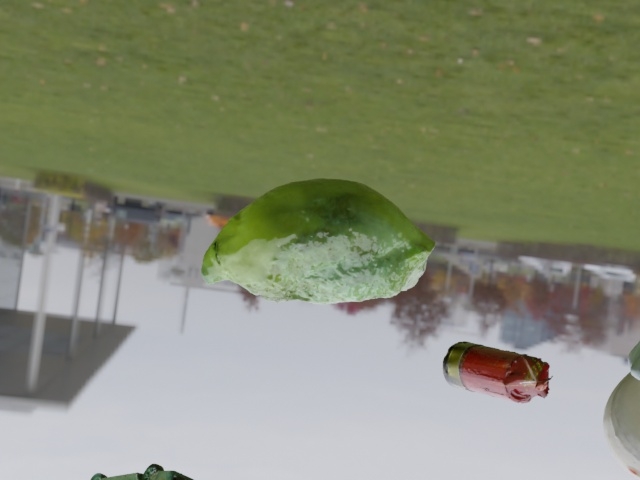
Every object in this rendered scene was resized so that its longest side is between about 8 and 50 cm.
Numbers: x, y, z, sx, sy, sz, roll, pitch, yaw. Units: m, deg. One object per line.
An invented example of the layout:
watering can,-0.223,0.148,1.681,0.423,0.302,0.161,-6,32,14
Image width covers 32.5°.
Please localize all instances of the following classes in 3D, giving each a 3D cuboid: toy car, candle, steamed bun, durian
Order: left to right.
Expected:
toy car,-0.345,0.504,2.130,0.321,0.097,0.141,-18,141,40
durian,0.000,0.000,1.205,0.250,0.139,0.101,8,159,-8
candle,0.180,0.133,1.097,0.052,0.051,0.131,8,178,-33
steamed bun,0.459,0.222,1.338,0.228,0.177,0.130,-18,148,-1

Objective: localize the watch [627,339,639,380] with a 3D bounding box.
watch,0.413,0.142,1.074,0.253,0.161,0.241,27,-170,-38
